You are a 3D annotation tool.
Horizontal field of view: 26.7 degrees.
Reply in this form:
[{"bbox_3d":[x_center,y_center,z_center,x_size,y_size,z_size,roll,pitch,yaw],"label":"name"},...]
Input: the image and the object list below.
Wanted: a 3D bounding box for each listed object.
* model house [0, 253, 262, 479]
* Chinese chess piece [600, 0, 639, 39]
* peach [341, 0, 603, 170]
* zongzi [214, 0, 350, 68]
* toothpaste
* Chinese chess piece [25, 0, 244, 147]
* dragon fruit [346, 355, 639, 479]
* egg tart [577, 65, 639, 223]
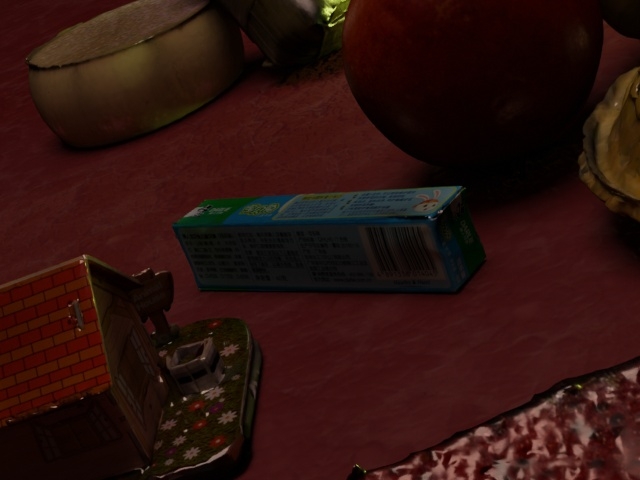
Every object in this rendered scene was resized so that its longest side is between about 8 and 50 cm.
[{"bbox_3d":[-0.205,0.088,0.928,0.294,0.154,0.207,-19,25,10],"label":"model house"},{"bbox_3d":[0.338,-0.263,1.114,0.257,0.104,0.257,-17,-12,-4],"label":"Chinese chess piece"},{"bbox_3d":[0.127,-0.172,1.083,0.199,0.243,0.243,21,42,21],"label":"peach"},{"bbox_3d":[-0.018,-0.357,1.634,0.300,0.286,0.138,-30,-18,-37],"label":"zongzi"},{"bbox_3d":[0.000,0.000,1.043,0.266,0.065,0.050,-2,31,41],"label":"toothpaste"},{"bbox_3d":[-0.228,-0.220,1.666,0.270,0.112,0.270,-18,24,8],"label":"Chinese chess piece"},{"bbox_3d":[0.080,0.151,0.561,0.261,0.163,0.189,-24,-6,-12],"label":"dragon fruit"},{"bbox_3d":[0.369,-0.144,0.880,0.443,0.178,0.443,-20,24,10],"label":"egg tart"}]
